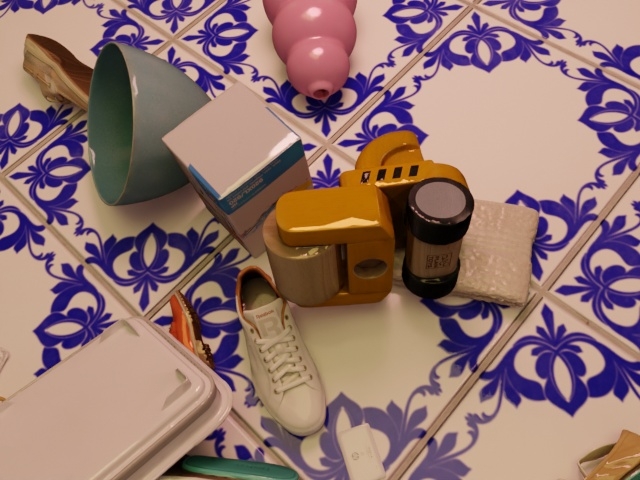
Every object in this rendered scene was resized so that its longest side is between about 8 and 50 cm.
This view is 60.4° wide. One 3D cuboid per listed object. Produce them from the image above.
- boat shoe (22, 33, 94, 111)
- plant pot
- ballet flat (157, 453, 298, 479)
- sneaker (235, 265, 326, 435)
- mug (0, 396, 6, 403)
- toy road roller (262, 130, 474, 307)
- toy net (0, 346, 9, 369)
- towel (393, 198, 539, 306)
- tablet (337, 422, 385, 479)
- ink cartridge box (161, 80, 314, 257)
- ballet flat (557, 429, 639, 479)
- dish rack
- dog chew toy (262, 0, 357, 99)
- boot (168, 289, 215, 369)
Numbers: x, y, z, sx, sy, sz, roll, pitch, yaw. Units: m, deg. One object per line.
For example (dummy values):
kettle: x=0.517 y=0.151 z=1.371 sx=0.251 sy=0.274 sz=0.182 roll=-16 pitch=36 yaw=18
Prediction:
boat shoe: x=-0.570 y=-0.353 z=1.232 sx=0.302 sy=0.109 sz=0.098 roll=40 pitch=113 yaw=22
plant pot: x=-0.307 y=-0.211 z=1.050 sx=0.196 sy=0.290 sz=0.290 roll=-3 pitch=56 yaw=-37
ballet flat: x=-0.226 y=0.369 z=0.814 sx=0.401 sy=0.139 sz=0.139 roll=10 pitch=65 yaw=11
sneaker: x=-0.079 y=0.172 z=0.888 sx=0.106 sy=0.123 sz=0.290 roll=-24 pitch=64 yaw=-8
mug: x=-0.574 y=0.292 z=0.918 sx=0.062 sy=0.064 sz=0.078 roll=11 pitch=65 yaw=13
toy road roller: x=0.077 y=-0.042 z=0.890 sx=0.330 sy=0.202 sz=0.240 roll=-7 pitch=51 yaw=0
toy net: x=-0.646 y=0.273 z=0.946 sx=0.232 sy=0.045 sz=0.122 roll=-38 pitch=65 yaw=-12
towel: x=0.231 y=0.009 z=0.975 sx=0.282 sy=0.049 sz=0.187 roll=11 pitch=67 yaw=13
tablet: x=0.063 y=0.332 z=0.854 sx=0.054 sy=0.006 sz=0.083 roll=-18 pitch=62 yaw=-2
ink cartridge box: x=-0.130 y=-0.115 z=0.976 sx=0.168 sy=0.232 sz=0.171 roll=-41 pitch=66 yaw=-11
ballet flat: x=0.380 y=0.355 z=0.780 sx=0.232 sy=0.080 sz=0.073 roll=-31 pitch=36 yaw=-12
dish rack: x=-0.326 y=0.248 z=0.786 sx=0.286 sy=0.072 sz=0.333 roll=28 pitch=54 yaw=38
dog chew toy: x=-0.015 y=-0.449 z=1.156 sx=0.207 sy=0.206 sz=0.331 roll=-7 pitch=70 yaw=3
boot: x=-0.247 y=0.163 z=0.950 sx=0.085 sy=0.059 sz=0.157 roll=-24 pitch=64 yaw=0
